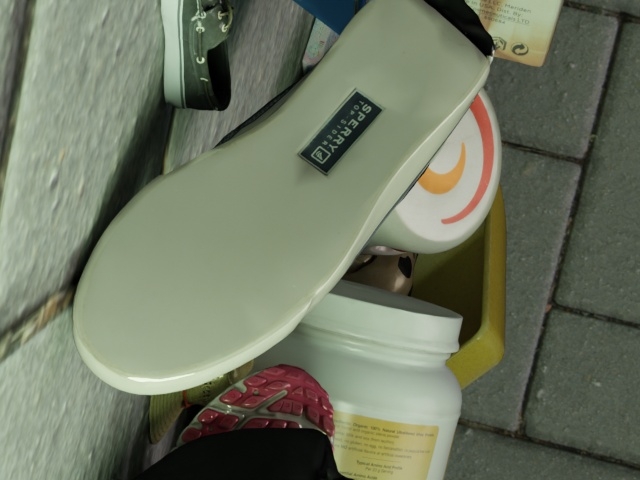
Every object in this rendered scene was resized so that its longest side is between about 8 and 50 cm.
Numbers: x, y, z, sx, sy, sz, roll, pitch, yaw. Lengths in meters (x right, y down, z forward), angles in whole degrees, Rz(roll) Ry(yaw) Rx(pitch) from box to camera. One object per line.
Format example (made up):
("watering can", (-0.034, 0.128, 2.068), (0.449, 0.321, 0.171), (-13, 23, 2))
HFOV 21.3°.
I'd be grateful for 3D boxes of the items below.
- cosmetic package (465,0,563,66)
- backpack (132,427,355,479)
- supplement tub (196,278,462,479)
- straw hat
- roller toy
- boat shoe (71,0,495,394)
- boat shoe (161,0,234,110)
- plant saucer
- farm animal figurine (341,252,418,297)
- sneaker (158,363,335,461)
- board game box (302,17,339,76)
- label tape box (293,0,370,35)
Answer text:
("cosmetic package", (0.150, -0.296, 1.287), (0.296, 0.129, 0.153), (97, 11, -52))
("backpack", (-0.087, 0.348, 1.175), (0.290, 0.273, 0.356), (-65, 146, -68))
("supplement tub", (-0.004, 0.196, 1.501), (0.228, 0.228, 0.316), (-8, 112, -83))
("straw hat", (-0.086, 0.102, 1.337), (0.144, 0.061, 0.145), (13, 90, -83))
("roller toy", (0.060, -0.079, 1.591), (0.191, 0.146, 0.209), (52, 57, -29))
("boat shoe", (-0.023, -0.010, 1.082), (0.340, 0.127, 0.158), (-42, 169, -23))
("boat shoe", (-0.072, -0.135, 1.046), (0.142, 0.040, 0.049), (96, 10, -51))
("plant saucer", (0.116, 0.105, 2.065), (0.333, 0.081, 0.333), (-40, -156, 32))
("farm animal figurine", (0.081, -0.035, 1.969), (0.330, 0.172, 0.327), (93, 13, -58))
("sneaker", (-0.090, 0.224, 1.331), (0.299, 0.120, 0.112), (-61, -171, 11))
("board game box", (0.004, -0.192, 1.661), (0.090, 0.020, 0.090), (88, 17, -68))
("label tape box", (0.019, -0.284, 1.221), (0.241, 0.105, 0.334), (90, 16, -68))
